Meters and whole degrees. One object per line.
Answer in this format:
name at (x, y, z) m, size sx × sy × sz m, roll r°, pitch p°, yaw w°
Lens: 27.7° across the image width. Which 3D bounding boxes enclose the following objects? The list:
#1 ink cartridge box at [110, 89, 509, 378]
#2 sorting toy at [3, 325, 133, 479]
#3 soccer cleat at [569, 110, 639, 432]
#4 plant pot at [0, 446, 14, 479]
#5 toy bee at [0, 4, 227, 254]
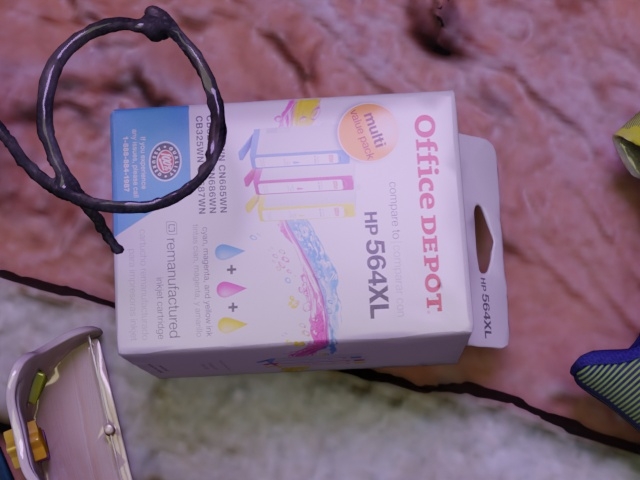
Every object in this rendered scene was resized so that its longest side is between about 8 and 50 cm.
ink cartridge box at (0.000, 0.000, 0.494) m, size 0.143 × 0.090 × 0.092 m, roll -4°, pitch 78°, yaw 2°
sorting toy at (-0.101, 0.074, 0.491) m, size 0.044 × 0.075 × 0.083 m, roll -15°, pitch 78°, yaw -1°
soccer cleat at (0.182, -0.054, 0.498) m, size 0.121 × 0.093 × 0.289 m, roll 20°, pitch 80°, yaw 13°
plant pot at (-0.252, 0.124, 0.396) m, size 0.271 × 0.255 × 0.272 m, roll 0°, pitch 79°, yaw 2°
toy bee at (-0.198, -0.066, 0.465) m, size 0.298 × 0.162 × 0.195 m, roll 45°, pitch 75°, yaw 1°
